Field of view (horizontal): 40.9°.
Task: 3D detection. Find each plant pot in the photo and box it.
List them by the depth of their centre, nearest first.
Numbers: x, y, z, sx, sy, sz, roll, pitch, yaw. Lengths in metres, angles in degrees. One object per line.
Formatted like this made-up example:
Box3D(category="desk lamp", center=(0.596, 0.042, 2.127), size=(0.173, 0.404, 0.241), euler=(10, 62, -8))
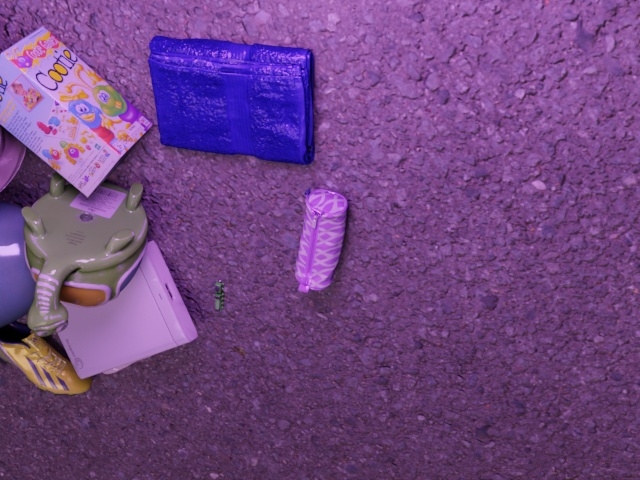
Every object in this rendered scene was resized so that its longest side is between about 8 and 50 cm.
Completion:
Box3D(category="plant pot", center=(-0.664, 0.040, 1.820), size=(0.195, 0.290, 0.290), euler=(-10, 120, 17))

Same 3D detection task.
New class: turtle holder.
Box3D(category="turtle holder", center=(-0.464, 0.035, 1.713), size=(0.243, 0.320, 0.227), euler=(-3, 133, -19))

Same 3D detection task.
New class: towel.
Box3D(category="towel", center=(-0.162, -0.248, 1.555), size=(0.308, 0.076, 0.227), euler=(9, 125, 14))

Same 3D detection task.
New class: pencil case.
Box3D(category="pencil case", center=(0.000, 0.000, 1.662), size=(0.086, 0.088, 0.206), euler=(16, 128, 12))

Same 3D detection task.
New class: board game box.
Box3D(category="board game box", center=(-0.485, -0.244, 1.634), size=(0.275, 0.142, 0.144), euler=(42, 127, -11))

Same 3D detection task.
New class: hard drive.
Box3D(category="hard drive", center=(-0.461, 0.163, 1.932), size=(0.353, 0.047, 0.233), euler=(-21, 96, 31))

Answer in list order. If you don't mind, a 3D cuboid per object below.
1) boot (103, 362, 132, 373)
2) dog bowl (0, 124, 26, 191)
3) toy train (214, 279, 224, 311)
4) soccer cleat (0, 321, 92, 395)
Box3D(category="boot", center=(-0.460, 0.246, 2.024), size=(0.190, 0.069, 0.086), euler=(-25, 105, 24))
Box3D(category="dog bowl", center=(-0.749, -0.198, 1.656), size=(0.349, 0.349, 0.102), euler=(38, 156, -8))
Box3D(category="toy train", center=(-0.221, 0.122, 1.868), size=(0.017, 0.023, 0.083), euler=(14, 127, 11))
Box3D(category="soccer cleat", center=(-0.692, 0.284, 2.113), size=(0.289, 0.093, 0.121), euler=(29, 122, -2))
